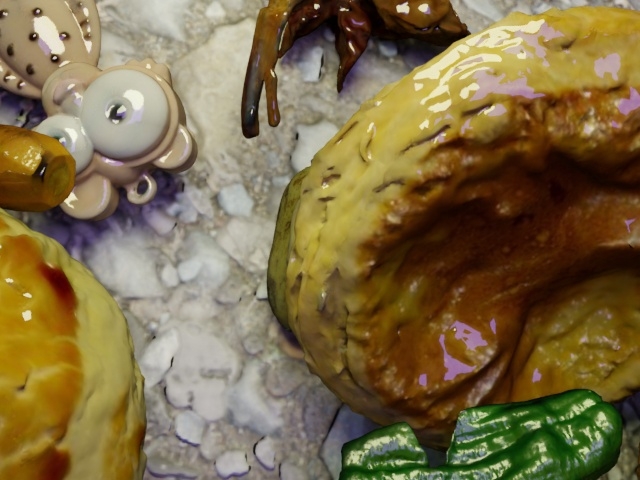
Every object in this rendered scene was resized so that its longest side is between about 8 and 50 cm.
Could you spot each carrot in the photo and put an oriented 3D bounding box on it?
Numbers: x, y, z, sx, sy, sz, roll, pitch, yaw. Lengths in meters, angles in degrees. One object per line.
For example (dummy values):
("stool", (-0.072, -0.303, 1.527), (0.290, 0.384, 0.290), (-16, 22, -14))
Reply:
("carrot", (-0.321, -0.083, 0.800), (0.260, 0.070, 0.070), (19, 77, 22))

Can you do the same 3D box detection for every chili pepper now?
("chili pepper", (0.133, 0.192, 0.795), (0.254, 0.083, 0.099), (-12, 50, -7))

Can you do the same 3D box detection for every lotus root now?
("lotus root", (0.000, 0.000, 0.892), (0.089, 0.080, 0.179), (13, 79, -7))

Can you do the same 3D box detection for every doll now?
("doll", (-0.235, -0.146, 0.857), (0.154, 0.119, 0.278), (-44, 85, 0))

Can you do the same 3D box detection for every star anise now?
("star anise", (0.029, -0.223, 0.900), (0.237, 0.148, 0.346), (41, 67, 0))

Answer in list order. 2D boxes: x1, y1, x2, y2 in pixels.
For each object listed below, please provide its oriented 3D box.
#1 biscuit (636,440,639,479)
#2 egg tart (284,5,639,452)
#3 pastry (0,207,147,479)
("biscuit", (0.303, 0.242, 0.830), (0.035, 0.254, 0.253), (3, 80, 14))
("egg tart", (0.173, -0.010, 0.829), (0.443, 0.178, 0.443), (-7, 126, -9))
("pastry", (-0.321, 0.136, 0.695), (0.389, 0.313, 0.388), (2, 82, -14))
